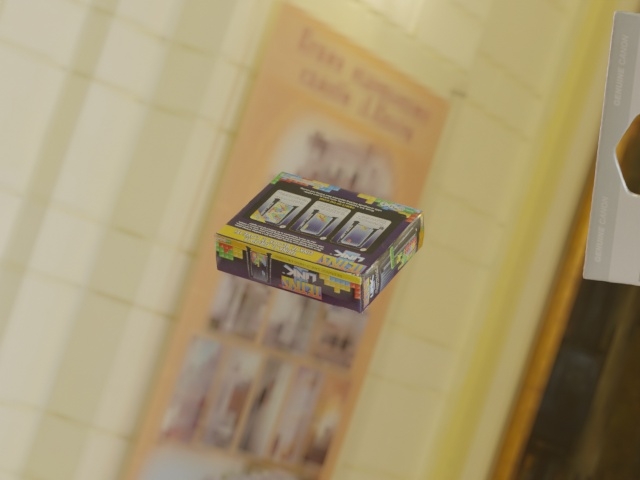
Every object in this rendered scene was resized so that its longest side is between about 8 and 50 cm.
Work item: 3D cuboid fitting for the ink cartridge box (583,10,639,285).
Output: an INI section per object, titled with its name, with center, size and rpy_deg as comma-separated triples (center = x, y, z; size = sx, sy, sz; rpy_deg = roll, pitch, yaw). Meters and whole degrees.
[ink cartridge box]
center = 0.379, -0.076, 1.662
size = 0.238, 0.275, 0.060
rpy_deg = 9, 24, 13

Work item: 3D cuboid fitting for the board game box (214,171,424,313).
[board game box]
center = 0.000, 0.000, 1.833
size = 0.170, 0.048, 0.141
rpy_deg = 17, 38, 24
